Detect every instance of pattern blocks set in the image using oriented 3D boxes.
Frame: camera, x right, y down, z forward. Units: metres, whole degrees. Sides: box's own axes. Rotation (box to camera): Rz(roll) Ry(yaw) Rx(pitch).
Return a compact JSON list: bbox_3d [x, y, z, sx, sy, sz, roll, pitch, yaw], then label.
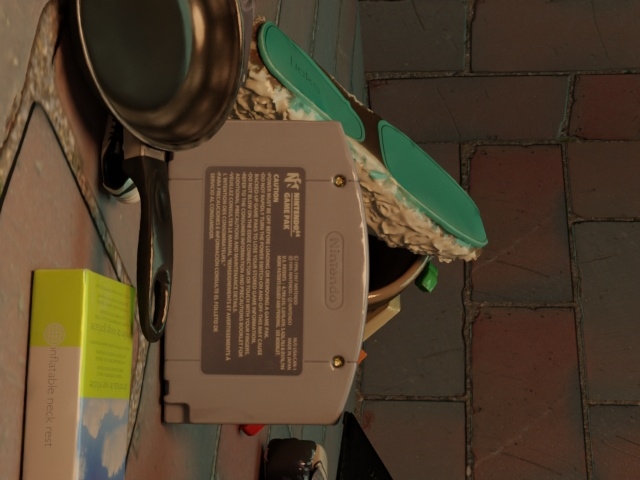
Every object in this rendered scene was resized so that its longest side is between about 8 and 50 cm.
[{"bbox_3d":[0.039,0.118,1.433,0.026,0.325,0.285,46,30,-11],"label":"pattern blocks set"}]

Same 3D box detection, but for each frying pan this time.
[{"bbox_3d":[-0.117,-0.104,0.841,0.197,0.053,0.326,-26,112,-55],"label":"frying pan"}]

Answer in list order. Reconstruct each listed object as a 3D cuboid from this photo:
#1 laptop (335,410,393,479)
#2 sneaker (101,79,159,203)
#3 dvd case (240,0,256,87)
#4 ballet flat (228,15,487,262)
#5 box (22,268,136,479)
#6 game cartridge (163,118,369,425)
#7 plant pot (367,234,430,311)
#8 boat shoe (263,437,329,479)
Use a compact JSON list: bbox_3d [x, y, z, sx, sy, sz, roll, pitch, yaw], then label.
[{"bbox_3d":[0.008,0.435,0.905,0.382,0.408,0.236,60,-19,-16],"label":"laptop"},{"bbox_3d":[-0.154,-0.085,0.854,0.044,0.040,0.109,22,68,-80],"label":"sneaker"},{"bbox_3d":[-0.111,-0.217,0.961,0.221,0.018,0.164,-22,123,-65],"label":"dvd case"},{"bbox_3d":[0.021,-0.095,1.232,0.409,0.147,0.147,39,36,-27],"label":"ballet flat"},{"bbox_3d":[-0.166,0.114,0.744,0.109,0.042,0.178,50,41,-78],"label":"box"},{"bbox_3d":[-0.052,0.031,1.043,0.062,0.198,0.297,135,-44,-85],"label":"game cartridge"},{"bbox_3d":[0.000,0.000,1.406,0.229,0.263,0.263,114,-19,-64],"label":"plant pot"},{"bbox_3d":[-0.031,0.449,1.633,0.340,0.127,0.158,71,26,-47],"label":"boat shoe"}]
